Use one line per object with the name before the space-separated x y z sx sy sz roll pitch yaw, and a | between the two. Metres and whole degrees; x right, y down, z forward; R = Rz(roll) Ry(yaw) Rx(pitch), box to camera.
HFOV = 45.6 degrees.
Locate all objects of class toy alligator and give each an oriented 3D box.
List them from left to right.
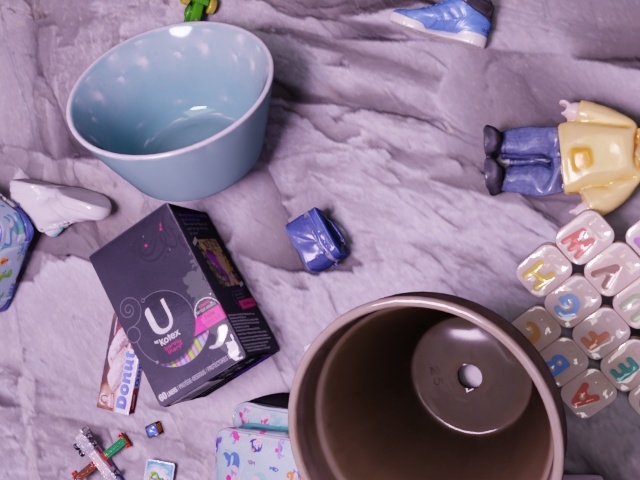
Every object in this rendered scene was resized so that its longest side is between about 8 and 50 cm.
toy alligator | -0.211 -0.396 1.285 0.051 0.056 0.189 21 95 60

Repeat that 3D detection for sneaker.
sneaker | -0.454 -0.047 1.331 0.212 0.080 0.094 13 102 25
sneaker | 0.184 -0.347 1.144 0.152 0.058 0.084 18 97 14

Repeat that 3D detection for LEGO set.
LEGO set | -0.332 0.415 1.276 0.183 0.060 0.244 8 90 6

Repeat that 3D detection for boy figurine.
boy figurine | 0.373 -0.109 1.051 0.285 0.092 0.177 1 84 21

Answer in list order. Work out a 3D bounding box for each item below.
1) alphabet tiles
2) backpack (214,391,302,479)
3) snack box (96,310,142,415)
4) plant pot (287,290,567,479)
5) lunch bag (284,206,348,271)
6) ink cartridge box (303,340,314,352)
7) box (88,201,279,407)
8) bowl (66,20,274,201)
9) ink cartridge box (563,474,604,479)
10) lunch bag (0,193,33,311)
alphabet tiles | 0.406 0.102 1.026 0.278 0.021 0.284 -43 84 20
backpack | -0.032 0.362 1.095 0.225 0.191 0.253 -1 94 40
snack box | -0.332 0.201 1.291 0.064 0.022 0.178 9 88 17
plant pot | 0.163 0.206 0.977 0.323 0.280 0.323 3 98 25
lunch bag | 0.000 0.000 1.174 0.065 0.067 0.098 -34 78 13
ink cartridge box | 0.047 0.151 1.136 0.122 0.088 0.052 -27 81 15
box | -0.213 0.100 1.196 0.165 0.143 0.270 -33 76 13
bowl | -0.207 -0.179 1.170 0.312 0.163 0.311 -6 49 7
ink cartridge box | 0.215 0.436 1.044 0.354 0.119 0.207 -7 85 18
lunch bag | -0.610 0.013 1.339 0.176 0.090 0.219 31 113 16
